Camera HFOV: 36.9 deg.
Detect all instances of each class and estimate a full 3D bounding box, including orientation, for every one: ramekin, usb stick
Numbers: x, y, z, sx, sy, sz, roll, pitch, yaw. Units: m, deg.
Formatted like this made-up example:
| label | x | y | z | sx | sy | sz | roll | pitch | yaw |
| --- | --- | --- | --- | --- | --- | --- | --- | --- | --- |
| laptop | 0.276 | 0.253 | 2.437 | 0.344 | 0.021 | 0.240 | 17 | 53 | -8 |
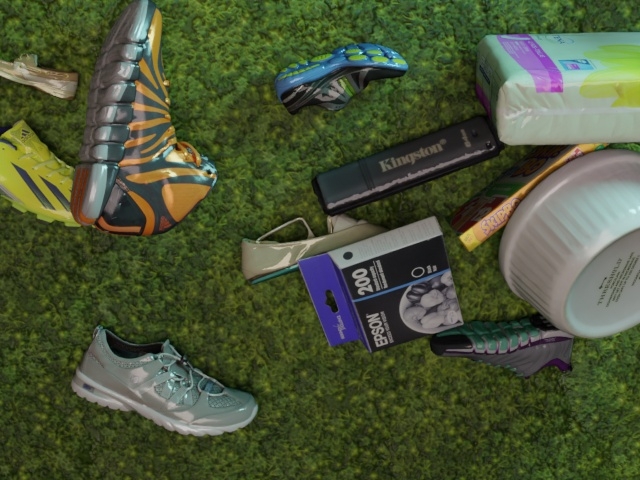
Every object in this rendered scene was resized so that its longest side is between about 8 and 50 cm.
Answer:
| label | x | y | z | sx | sy | sz | roll | pitch | yaw |
| --- | --- | --- | --- | --- | --- | --- | --- | --- | --- |
| ramekin | 0.394 | 0.017 | 1.328 | 0.273 | 0.127 | 0.273 | -15 | 134 | -16 |
| usb stick | 0.124 | -0.108 | 1.377 | 0.278 | 0.077 | 0.045 | -20 | 139 | 3 |

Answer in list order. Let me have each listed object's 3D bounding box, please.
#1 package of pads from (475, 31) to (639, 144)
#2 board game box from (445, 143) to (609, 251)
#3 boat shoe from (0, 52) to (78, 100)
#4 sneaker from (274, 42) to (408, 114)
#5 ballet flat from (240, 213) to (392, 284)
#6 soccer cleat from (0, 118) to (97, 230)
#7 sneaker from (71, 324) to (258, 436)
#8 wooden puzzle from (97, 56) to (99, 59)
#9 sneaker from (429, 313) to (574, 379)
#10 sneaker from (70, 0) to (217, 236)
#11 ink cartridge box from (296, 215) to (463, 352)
| label | x | y | z | sx | sy | sz | roll | pitch | yaw |
| --- | --- | --- | --- | --- | --- | --- | --- | --- | --- |
| package of pads | 0.365 | -0.207 | 1.279 | 0.296 | 0.229 | 0.101 | -1 | 115 | 0 |
| board game box | 0.296 | -0.087 | 1.359 | 0.259 | 0.124 | 0.039 | -36 | 102 | 7 |
| boat shoe | -0.404 | -0.238 | 1.338 | 0.135 | 0.050 | 0.045 | 19 | 100 | -17 |
| sneaker | 0.031 | -0.225 | 1.354 | 0.188 | 0.067 | 0.078 | -15 | 126 | 0 |
| ballet flat | 0.000 | 0.000 | 1.401 | 0.248 | 0.086 | 0.086 | -13 | 105 | 2 |
| soccer cleat | -0.407 | -0.101 | 1.349 | 0.289 | 0.093 | 0.121 | 20 | 101 | -7 |
| sneaker | -0.226 | 0.209 | 1.430 | 0.281 | 0.105 | 0.115 | 15 | 104 | -5 |
| wooden puzzle | -0.292 | -0.234 | 1.362 | 0.049 | 0.006 | 0.083 | 2 | 104 | -3 |
| sneaker | 0.279 | 0.175 | 1.452 | 0.223 | 0.083 | 0.098 | -6 | 110 | -1 |
| sneaker | -0.228 | -0.161 | 1.334 | 0.180 | 0.124 | 0.321 | 12 | 93 | -29 |
| ink cartridge box | 0.091 | 0.077 | 1.393 | 0.208 | 0.045 | 0.206 | -18 | 134 | 3 |
